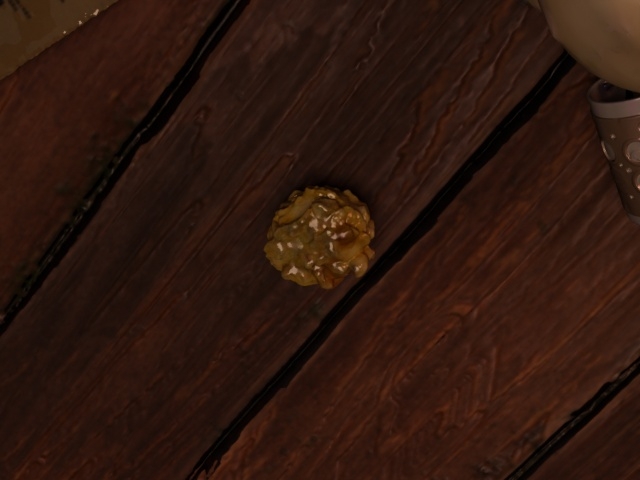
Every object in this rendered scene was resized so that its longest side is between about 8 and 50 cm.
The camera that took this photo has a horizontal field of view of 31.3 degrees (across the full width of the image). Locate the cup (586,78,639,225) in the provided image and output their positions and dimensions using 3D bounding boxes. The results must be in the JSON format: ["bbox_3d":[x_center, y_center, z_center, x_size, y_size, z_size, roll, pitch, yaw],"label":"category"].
[{"bbox_3d":[0.238,-0.066,0.753,0.102,0.074,0.099,-8,116,33],"label":"cup"}]

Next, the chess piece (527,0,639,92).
[{"bbox_3d":[0.168,-0.166,0.600,0.167,0.299,0.167,3,112,6],"label":"chess piece"}]

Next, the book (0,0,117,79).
[{"bbox_3d":[-0.245,-0.193,0.796,0.231,0.026,0.161,-29,107,18],"label":"book"}]

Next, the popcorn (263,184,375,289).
[{"bbox_3d":[0.000,0.000,0.830,0.082,0.057,0.083,-10,115,13],"label":"popcorn"}]
